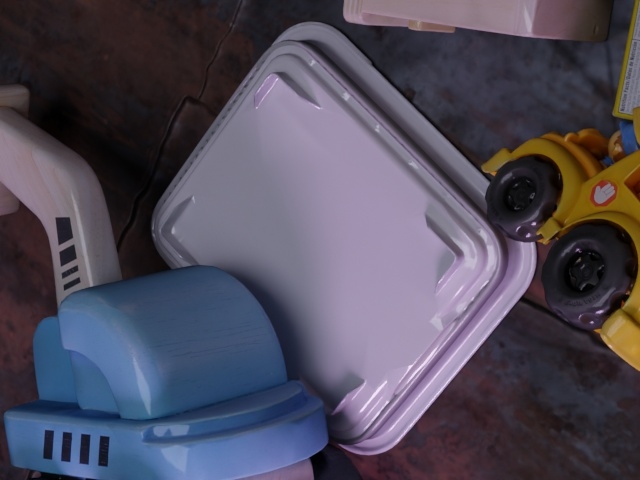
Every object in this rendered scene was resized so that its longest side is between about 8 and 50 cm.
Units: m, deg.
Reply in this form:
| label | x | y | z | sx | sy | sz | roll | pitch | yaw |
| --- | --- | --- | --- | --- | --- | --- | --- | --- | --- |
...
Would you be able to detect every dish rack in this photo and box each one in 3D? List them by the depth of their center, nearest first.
| label | x | y | z | sx | sy | sz | roll | pitch | yaw |
| --- | --- | --- | --- | --- | --- | --- | --- | --- | --- |
| dish rack | 0.000 | 0.000 | 1.599 | 0.333 | 0.072 | 0.285 | 46 | 114 | 19 |

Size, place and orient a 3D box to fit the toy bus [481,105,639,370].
| label | x | y | z | sx | sy | sz | roll | pitch | yaw |
| --- | --- | --- | --- | --- | --- | --- | --- | --- | --- |
| toy bus | 0.258 | -0.032 | 1.377 | 0.211 | 0.149 | 0.220 | -48 | 48 | 17 |

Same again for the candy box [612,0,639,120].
| label | x | y | z | sx | sy | sz | roll | pitch | yaw |
| --- | --- | --- | --- | --- | --- | --- | --- | --- | --- |
| candy box | 0.301 | -0.189 | 1.426 | 0.105 | 0.027 | 0.206 | 16 | 101 | 32 |

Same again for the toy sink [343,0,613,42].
| label | x | y | z | sx | sy | sz | roll | pitch | yaw |
| --- | --- | --- | --- | --- | --- | --- | --- | --- | --- |
| toy sink | 0.107 | -0.233 | 1.469 | 0.234 | 0.153 | 0.131 | 13 | 100 | 29 |

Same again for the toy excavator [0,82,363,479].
| label | x | y | z | sx | sy | sz | roll | pitch | yaw |
| --- | --- | --- | --- | --- | --- | --- | --- | --- | --- |
| toy excavator | -0.183 | 0.074 | 1.603 | 0.433 | 0.222 | 0.445 | 0 | 98 | 49 |
